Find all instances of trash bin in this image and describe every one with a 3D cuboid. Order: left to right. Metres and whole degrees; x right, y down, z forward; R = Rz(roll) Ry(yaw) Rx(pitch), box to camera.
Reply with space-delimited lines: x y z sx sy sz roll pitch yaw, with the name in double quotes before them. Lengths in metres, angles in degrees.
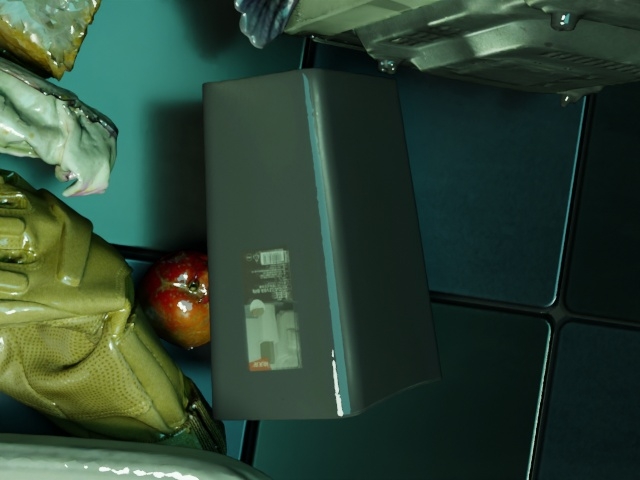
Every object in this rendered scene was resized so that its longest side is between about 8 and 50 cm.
"trash bin" 0.000 0.000 0.902 0.165 0.115 0.225 -7 93 -62

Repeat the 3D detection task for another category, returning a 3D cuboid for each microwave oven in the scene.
"microwave oven" 0.159 -0.216 0.849 0.286 0.355 0.218 9 88 -22

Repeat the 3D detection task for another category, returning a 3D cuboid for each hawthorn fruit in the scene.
"hawthorn fruit" -0.096 0.039 0.920 0.077 0.077 0.077 -1 93 -20

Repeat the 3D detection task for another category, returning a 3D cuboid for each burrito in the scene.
"burrito" -0.272 -0.113 0.821 0.309 0.096 0.066 25 95 -11

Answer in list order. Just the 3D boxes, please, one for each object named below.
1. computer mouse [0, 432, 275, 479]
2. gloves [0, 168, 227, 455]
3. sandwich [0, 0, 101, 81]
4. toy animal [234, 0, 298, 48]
"computer mouse" -0.163 0.206 0.820 0.331 0.095 0.197 3 128 5
"gloves" -0.191 0.045 0.844 0.141 0.154 0.331 -39 111 2
"sandwich" -0.194 -0.301 0.840 0.271 0.099 0.301 39 79 -29
"toy animal" -0.051 -0.271 0.786 0.160 0.272 0.197 34 84 5
